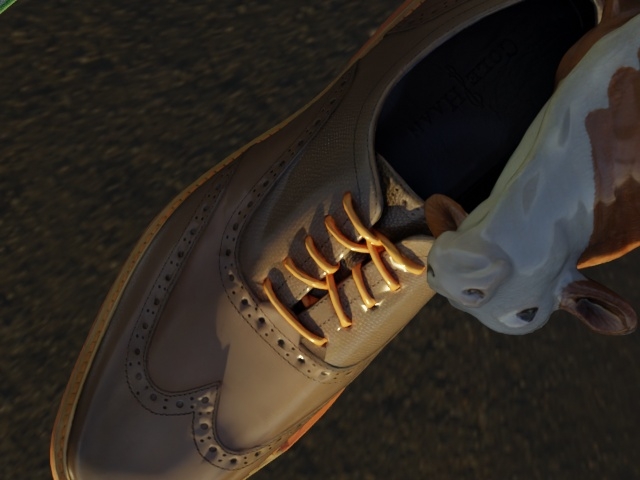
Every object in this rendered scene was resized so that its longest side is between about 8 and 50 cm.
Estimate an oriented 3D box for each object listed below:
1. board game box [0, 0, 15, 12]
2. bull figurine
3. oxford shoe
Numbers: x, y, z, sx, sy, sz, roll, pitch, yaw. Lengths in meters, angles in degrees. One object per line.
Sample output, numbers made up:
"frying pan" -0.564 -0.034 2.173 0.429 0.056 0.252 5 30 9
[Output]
"board game box" -0.183 -0.145 0.610 0.046 0.317 0.213 -25 108 46
"bull figurine" 0.175 -0.068 0.752 0.310 0.101 0.188 -17 140 -18
"oxford shoe" 0.000 0.000 0.920 0.130 0.133 0.363 39 89 -8
